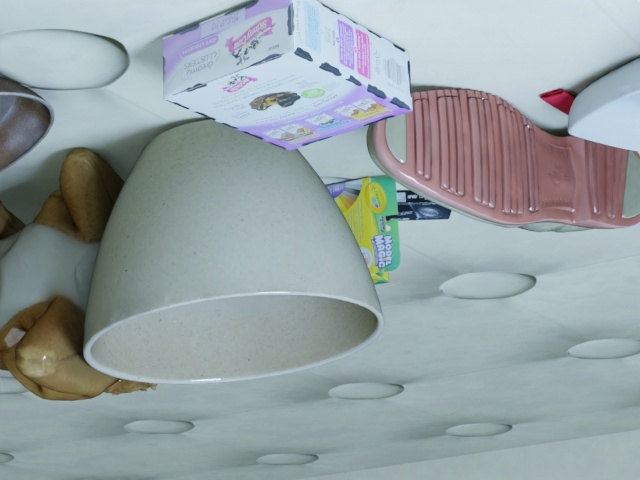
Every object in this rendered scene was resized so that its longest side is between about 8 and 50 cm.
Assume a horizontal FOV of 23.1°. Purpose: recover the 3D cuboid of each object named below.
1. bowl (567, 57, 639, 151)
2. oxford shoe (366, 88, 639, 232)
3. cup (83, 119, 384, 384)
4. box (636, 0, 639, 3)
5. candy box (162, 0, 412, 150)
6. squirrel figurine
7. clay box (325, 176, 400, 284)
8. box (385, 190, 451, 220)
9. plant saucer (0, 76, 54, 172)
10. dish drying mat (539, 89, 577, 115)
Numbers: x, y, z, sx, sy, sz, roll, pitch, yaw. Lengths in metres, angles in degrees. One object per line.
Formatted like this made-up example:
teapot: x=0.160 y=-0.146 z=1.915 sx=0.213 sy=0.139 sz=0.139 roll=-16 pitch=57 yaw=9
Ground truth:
bowl: x=0.347 y=-0.148 z=1.658 sx=0.142 sy=0.053 sz=0.142 roll=9 pitch=159 yaw=-31
oxford shoe: x=0.190 y=-0.069 z=1.753 sx=0.397 sy=0.141 sz=0.146 roll=14 pitch=163 yaw=-36
cup: x=-0.106 y=0.004 z=1.750 sx=0.331 sy=0.237 sz=0.331 roll=-6 pitch=160 yaw=-2
box: x=0.297 y=-0.253 z=1.255 sx=0.114 sy=0.103 sz=0.203 roll=-15 pitch=158 yaw=32
candy box: x=-0.031 y=-0.163 z=1.537 sx=0.164 sy=0.070 sz=0.196 roll=-15 pitch=158 yaw=34
squirrel figurine: x=-0.388 y=0.078 z=1.924 sx=0.370 sy=0.281 sz=0.397 roll=-3 pitch=160 yaw=22
clay box: x=0.000 y=0.000 z=1.942 sx=0.222 sy=0.127 sz=0.053 roll=-9 pitch=161 yaw=21
box: x=0.126 y=-0.045 z=1.993 sx=0.083 sy=0.018 sz=0.067 roll=-2 pitch=161 yaw=-3
plant saucer: x=-0.425 y=-0.096 z=1.595 sx=0.310 sy=0.050 sz=0.310 roll=-22 pitch=169 yaw=-4
dish drying mat: x=0.275 y=-0.149 z=1.717 sx=0.032 sy=0.008 sz=0.083 roll=-16 pitch=158 yaw=36
